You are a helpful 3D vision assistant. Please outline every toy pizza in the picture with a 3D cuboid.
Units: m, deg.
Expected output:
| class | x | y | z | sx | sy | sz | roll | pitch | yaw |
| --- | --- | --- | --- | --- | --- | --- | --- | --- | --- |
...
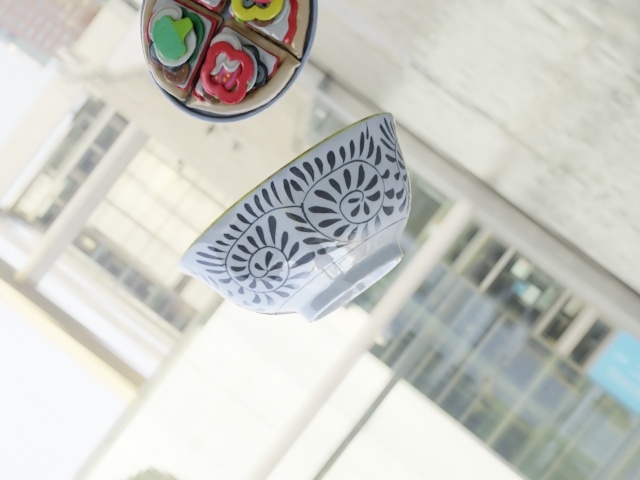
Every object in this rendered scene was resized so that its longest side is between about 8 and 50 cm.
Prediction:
| class | x | y | z | sx | sy | sz | roll | pitch | yaw |
| --- | --- | --- | --- | --- | --- | --- | --- | --- | --- |
| toy pizza | -0.094 | -0.212 | 1.517 | 0.201 | 0.201 | 0.032 | 39 | -162 | 25 |

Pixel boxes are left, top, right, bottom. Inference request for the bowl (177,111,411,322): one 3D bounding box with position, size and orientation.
| class | x | y | z | sx | sy | sz | roll | pitch | yaw |
| --- | --- | --- | --- | --- | --- | --- | --- | --- | --- |
| bowl | 0.000 | 0.000 | 1.023 | 0.080 | 0.170 | 0.170 | 54 | -175 | 8 |
